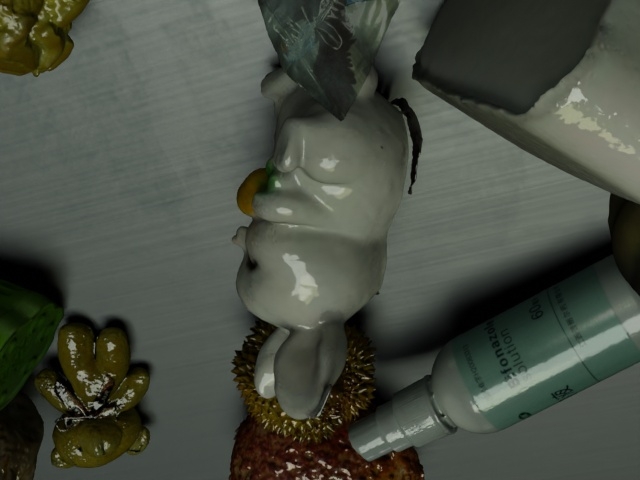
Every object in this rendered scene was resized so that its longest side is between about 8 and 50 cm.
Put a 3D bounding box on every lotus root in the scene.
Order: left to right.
[{"bbox_3d":[-0.407,0.099,1.217,0.186,0.186,0.186,4,130,4],"label":"lotus root"}]

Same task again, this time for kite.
[{"bbox_3d":[0.045,-0.260,0.880,0.015,0.169,0.310,7,127,-43],"label":"kite"}]

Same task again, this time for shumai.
[{"bbox_3d":[-0.423,0.251,1.347,0.218,0.184,0.185,14,168,13],"label":"shumai"}]

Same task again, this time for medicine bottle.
[{"bbox_3d":[0.187,0.141,1.158,0.351,0.110,0.110,-31,120,17],"label":"medicine bottle"}]

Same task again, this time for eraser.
[{"bbox_3d":[0.207,-0.170,0.868,0.150,0.331,0.331,30,127,-19],"label":"eraser"}]

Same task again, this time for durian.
[{"bbox_3d":[-0.016,0.147,1.198,0.158,0.168,0.137,8,100,-34],"label":"durian"}]

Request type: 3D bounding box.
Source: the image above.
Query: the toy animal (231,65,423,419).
[{"bbox_3d":[-0.001,-0.004,1.022,0.154,0.208,0.325,1,90,-13],"label":"toy animal"}]

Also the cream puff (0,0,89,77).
[{"bbox_3d":[-0.267,-0.209,0.953,0.156,0.121,0.156,0,130,0],"label":"cream puff"}]

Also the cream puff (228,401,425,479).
[{"bbox_3d":[0.005,0.288,1.311,0.240,0.164,0.240,0,128,0],"label":"cream puff"}]

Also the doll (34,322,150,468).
[{"bbox_3d":[-0.271,0.193,1.308,0.137,0.097,0.210,-5,124,-7],"label":"doll"}]

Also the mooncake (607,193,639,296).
[{"bbox_3d":[0.390,-0.033,0.910,0.290,0.290,0.161,6,125,3],"label":"mooncake"}]
